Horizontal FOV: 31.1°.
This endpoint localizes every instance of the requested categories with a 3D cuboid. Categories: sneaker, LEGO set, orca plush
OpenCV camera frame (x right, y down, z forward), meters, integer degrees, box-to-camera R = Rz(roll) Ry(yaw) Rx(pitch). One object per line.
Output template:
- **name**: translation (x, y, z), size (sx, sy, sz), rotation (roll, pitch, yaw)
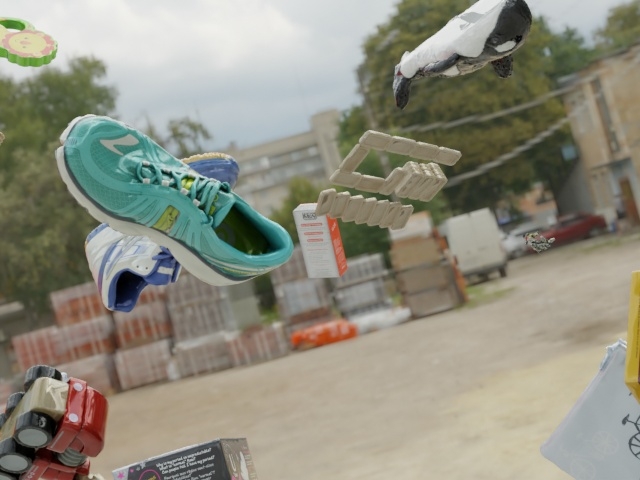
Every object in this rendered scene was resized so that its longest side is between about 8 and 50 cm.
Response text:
- **sneaker**: translation (-0.140, -0.046, 1.169), size (0.275, 0.107, 0.110), rotation (32, -26, -34)
- **LEGO set**: translation (0.391, 0.007, 2.078), size (0.083, 0.023, 0.054), rotation (14, -23, -42)
- **orca plush**: translation (0.195, -0.229, 1.495), size (0.287, 0.102, 0.151), rotation (-32, 21, 51)
- **sneaker**: translation (-0.209, -0.004, 1.611), size (0.112, 0.131, 0.296), rotation (14, -42, -44)

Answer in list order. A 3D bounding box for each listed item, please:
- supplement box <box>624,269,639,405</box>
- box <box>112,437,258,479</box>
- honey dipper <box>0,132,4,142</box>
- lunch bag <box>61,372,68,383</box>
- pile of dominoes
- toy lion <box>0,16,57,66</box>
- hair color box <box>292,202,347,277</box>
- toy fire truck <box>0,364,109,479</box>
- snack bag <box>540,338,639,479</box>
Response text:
- **supplement box**: translation (0.546, 0.142, 1.612), size (0.194, 0.191, 0.129), rotation (-11, -41, 31)
- **box**: translation (-0.181, 0.368, 1.649), size (0.163, 0.142, 0.247), rotation (-17, -11, 3)
- **honey dipper**: translation (-0.634, -0.134, 2.116), size (0.030, 0.030, 0.160), rotation (-19, 40, 58)
- **lunch bag**: translation (-0.491, 0.283, 2.078), size (0.053, 0.083, 0.071), rotation (26, 20, 20)
- **pile of dominoes**: translation (0.106, -0.107, 1.954), size (0.251, 0.040, 0.196), rotation (8, -48, -43)
- **toy lion**: translation (-0.379, -0.249, 1.442), size (0.096, 0.100, 0.034), rotation (0, -50, -16)
- **hair color box**: translation (0.000, 0.000, 2.204), size (0.072, 0.141, 0.043), rotation (-2, 23, 26)
- **toy fire truck**: translation (-0.381, 0.340, 1.802), size (0.246, 0.158, 0.217), rotation (22, -50, -23)
- **snack bag**: translation (0.553, 0.349, 1.863), size (0.037, 0.343, 0.323), rotation (-44, -18, -45)
